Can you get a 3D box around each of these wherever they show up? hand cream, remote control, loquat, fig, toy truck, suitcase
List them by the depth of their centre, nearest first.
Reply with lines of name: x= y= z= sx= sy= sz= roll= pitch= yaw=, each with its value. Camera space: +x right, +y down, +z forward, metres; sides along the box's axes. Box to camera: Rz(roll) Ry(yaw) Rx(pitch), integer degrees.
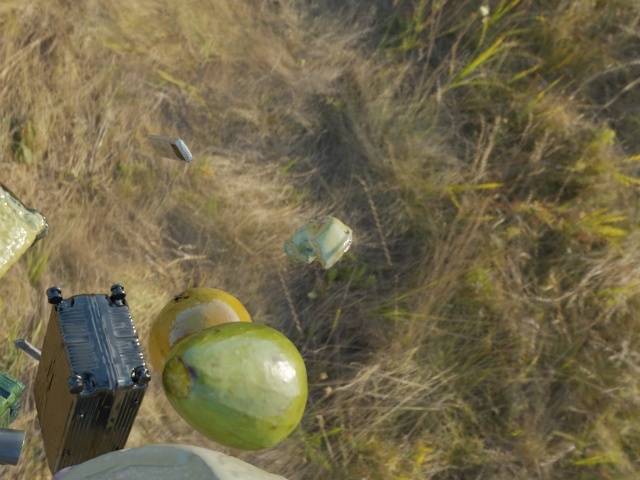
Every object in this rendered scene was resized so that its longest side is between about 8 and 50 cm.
suitcase: x=-0.452 y=0.274 z=1.480 sx=0.152 sy=0.335 sz=0.229 roll=-1 pitch=47 yaw=-31
fig: x=-0.176 y=0.282 z=1.548 sx=0.326 sy=0.258 sz=0.258 roll=32 pitch=51 yaw=-51
hand cream: x=-0.629 y=0.238 z=1.676 sx=0.030 sy=0.093 sz=0.019 roll=-10 pitch=57 yaw=13
toy truck: x=-0.736 y=0.381 z=1.752 sx=0.077 sy=0.169 sz=0.100 roll=32 pitch=39 yaw=1
loquat: x=-0.292 y=0.245 z=1.898 sx=0.263 sy=0.263 sz=0.263 roll=10 pitch=64 yaw=-22
remote control: x=-0.387 y=-0.232 z=1.960 sx=0.029 sy=0.261 sz=0.067 roll=-39 pitch=115 yaw=-17

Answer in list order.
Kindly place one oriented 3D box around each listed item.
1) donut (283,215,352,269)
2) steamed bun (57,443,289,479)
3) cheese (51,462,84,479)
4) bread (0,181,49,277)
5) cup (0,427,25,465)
donut: x=0.002 y=-0.003 z=1.456 sx=0.108 sy=0.166 sz=0.065 roll=-43 pitch=107 yaw=-17
steamed bun: x=-0.169 y=0.338 z=0.651 sx=0.383 sy=0.236 sz=0.247 roll=-51 pitch=132 yaw=-7
cheese: x=-0.404 y=0.420 z=1.386 sx=0.191 sy=0.105 sz=0.042 roll=-6 pitch=88 yaw=-42
bread: x=-0.490 y=0.008 z=0.921 sx=0.262 sy=0.162 sz=0.204 roll=-44 pitch=107 yaw=-2
cup: x=-0.697 y=0.455 z=1.687 sx=0.077 sy=0.100 sz=0.078 roll=15 pitch=31 yaw=-21
